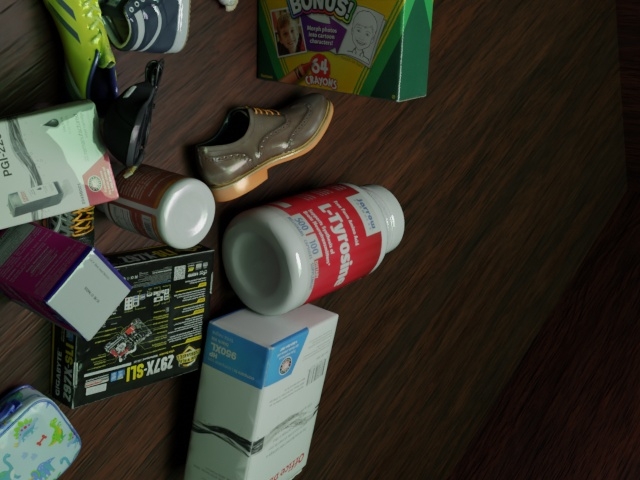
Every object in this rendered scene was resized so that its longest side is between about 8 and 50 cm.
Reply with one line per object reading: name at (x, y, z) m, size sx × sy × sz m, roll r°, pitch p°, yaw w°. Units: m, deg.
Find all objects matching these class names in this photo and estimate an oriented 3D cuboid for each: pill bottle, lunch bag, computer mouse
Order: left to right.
lunch bag at (-0.529, 0.366, 1.375) m, size 0.219 × 0.090 × 0.176 m, roll -48°, pitch 137°, yaw -29°
computer mouse at (-0.307, -0.169, 1.278) m, size 0.262 × 0.060 × 0.184 m, roll -91°, pitch -162°, yaw -56°
pill bottle at (-0.295, -0.068, 1.395) m, size 0.121 × 0.216 × 0.121 m, roll -24°, pitch 123°, yaw -45°
pill bottle at (0.000, 0.000, 1.785) m, size 0.408 × 0.229 × 0.229 m, roll -22°, pitch 120°, yaw -46°

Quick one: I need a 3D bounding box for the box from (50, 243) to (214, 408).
box at (-0.348, 0.148, 1.531) m, size 0.322 × 0.079 × 0.257 m, roll -11°, pitch 115°, yaw -49°

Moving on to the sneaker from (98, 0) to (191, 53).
sneaker at (-0.295, -0.448, 1.344) m, size 0.153 × 0.099 × 0.282 m, roll -22°, pitch 123°, yaw -48°

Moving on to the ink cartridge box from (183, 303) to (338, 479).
ink cartridge box at (-0.128, 0.345, 1.748) m, size 0.285 × 0.166 × 0.395 m, roll -17°, pitch 122°, yaw -60°

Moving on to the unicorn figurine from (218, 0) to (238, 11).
unicorn figurine at (-0.188, -0.484, 1.496) m, size 0.162 × 0.060 × 0.111 m, roll 43°, pitch 69°, yaw -50°

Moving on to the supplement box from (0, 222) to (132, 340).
supplement box at (-0.425, 0.056, 1.277) m, size 0.114 × 0.220 × 0.111 m, roll -54°, pitch 139°, yaw -21°

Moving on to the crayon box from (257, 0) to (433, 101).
crayon box at (0.038, -0.449, 1.545) m, size 0.106 × 0.363 × 0.313 m, roll -21°, pitch 119°, yaw -46°

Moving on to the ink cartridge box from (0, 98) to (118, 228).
ink cartridge box at (-0.435, -0.115, 1.224) m, size 0.218 × 0.092 × 0.158 m, roll -16°, pitch 108°, yaw -19°

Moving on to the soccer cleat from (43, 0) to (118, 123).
soccer cleat at (-0.367, -0.325, 1.281) m, size 0.093 × 0.121 × 0.289 m, roll -29°, pitch 125°, yaw -43°

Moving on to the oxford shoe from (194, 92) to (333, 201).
oxford shoe at (-0.106, -0.226, 1.651) m, size 0.364 × 0.130 × 0.132 m, roll -44°, pitch 127°, yaw -35°

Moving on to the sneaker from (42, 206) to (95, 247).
sneaker at (-0.415, -0.058, 1.359) m, size 0.084 × 0.083 × 0.215 m, roll -33°, pitch 129°, yaw -42°
